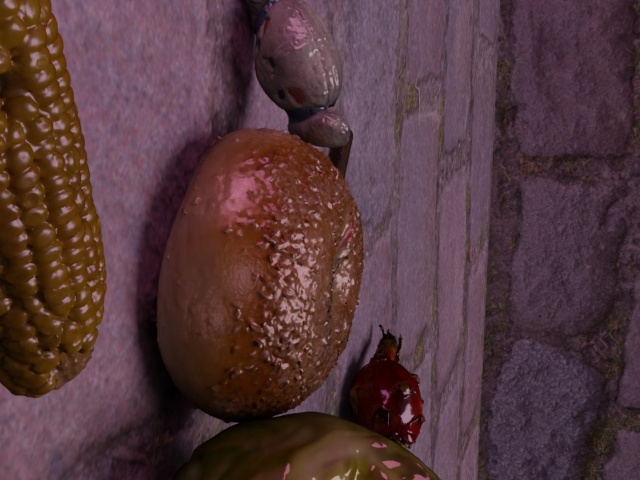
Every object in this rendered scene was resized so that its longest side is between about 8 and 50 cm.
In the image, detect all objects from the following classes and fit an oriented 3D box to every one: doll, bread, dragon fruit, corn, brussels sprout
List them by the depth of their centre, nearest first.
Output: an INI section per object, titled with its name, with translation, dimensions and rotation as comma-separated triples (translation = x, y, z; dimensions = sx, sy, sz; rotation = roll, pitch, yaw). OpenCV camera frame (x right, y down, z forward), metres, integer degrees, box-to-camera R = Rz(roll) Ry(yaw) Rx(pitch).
[corn]
translation = -0.194, -0.044, 0.526
dimensions = 0.119, 0.119, 0.322
rotation = -60, 153, -52
[brussels sprout]
translation = -0.033, 0.294, 0.798
dimensions = 0.268, 0.344, 0.344
rotation = 66, 20, 2
[bread]
translation = -0.046, 0.034, 0.917
dimensions = 0.305, 0.158, 0.306
rotation = 5, 90, -70
[doll]
translation = -0.026, -0.190, 0.971
dimensions = 0.071, 0.103, 0.214
rotation = -22, 83, -30
[dragon fruit]
translation = 0.109, 0.239, 1.517
dimensions = 0.125, 0.125, 0.246
rotation = 55, 29, -34

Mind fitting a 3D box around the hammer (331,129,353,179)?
[hammer]
translation = 0.000, 0.000, 1.249
dimensions = 0.111, 0.043, 0.366
rotation = 62, 35, -56
